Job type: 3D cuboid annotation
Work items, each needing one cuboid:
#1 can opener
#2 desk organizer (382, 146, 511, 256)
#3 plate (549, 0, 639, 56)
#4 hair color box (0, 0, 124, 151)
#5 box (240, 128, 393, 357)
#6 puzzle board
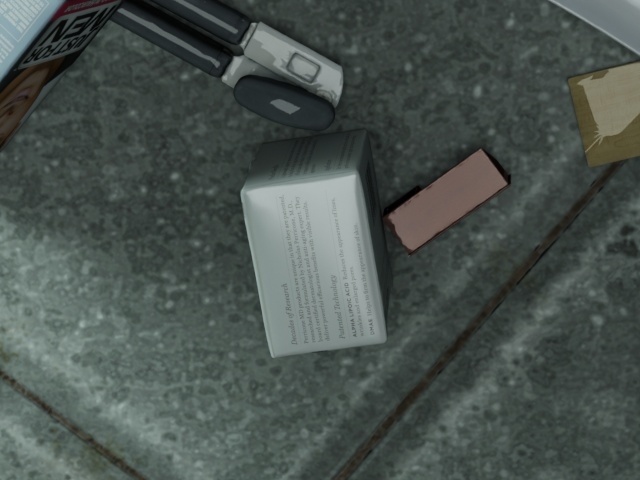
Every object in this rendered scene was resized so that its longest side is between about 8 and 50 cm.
[{"bbox_3d":[-0.106,-0.198,1.951,0.283,0.095,0.076,28,106,-4],"label":"can opener"},{"bbox_3d":[0.129,-0.044,2.006,0.130,0.047,0.050,-36,99,13],"label":"desk organizer"},{"bbox_3d":[0.321,-0.338,1.907,0.278,0.045,0.277,29,107,-5],"label":"plate"},{"bbox_3d":[-0.329,-0.178,1.895,0.113,0.185,0.374,45,112,3],"label":"hair color box"},{"bbox_3d":[0.000,0.000,1.957,0.119,0.181,0.182,-8,106,7],"label":"box"},{"bbox_3d":[0.325,-0.135,1.984,0.128,0.011,0.096,-14,104,7],"label":"puzzle board"}]
